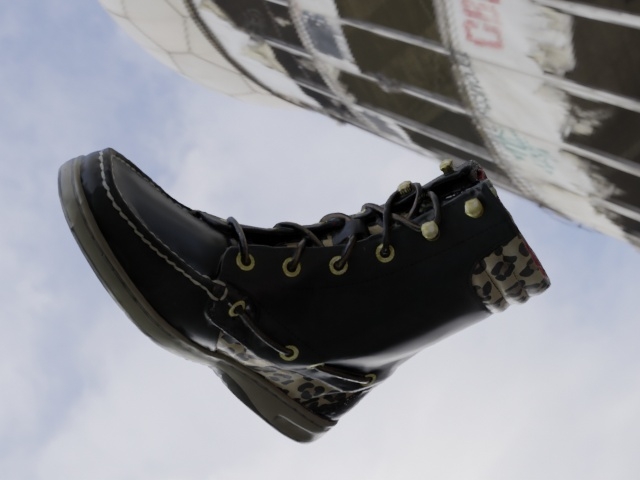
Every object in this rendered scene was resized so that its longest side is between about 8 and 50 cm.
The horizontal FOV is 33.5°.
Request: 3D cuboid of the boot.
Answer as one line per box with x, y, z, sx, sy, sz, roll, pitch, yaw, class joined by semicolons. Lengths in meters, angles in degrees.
0.000;-0.001;0.548;0.178;0.085;0.236;-31;-49;13;boot
